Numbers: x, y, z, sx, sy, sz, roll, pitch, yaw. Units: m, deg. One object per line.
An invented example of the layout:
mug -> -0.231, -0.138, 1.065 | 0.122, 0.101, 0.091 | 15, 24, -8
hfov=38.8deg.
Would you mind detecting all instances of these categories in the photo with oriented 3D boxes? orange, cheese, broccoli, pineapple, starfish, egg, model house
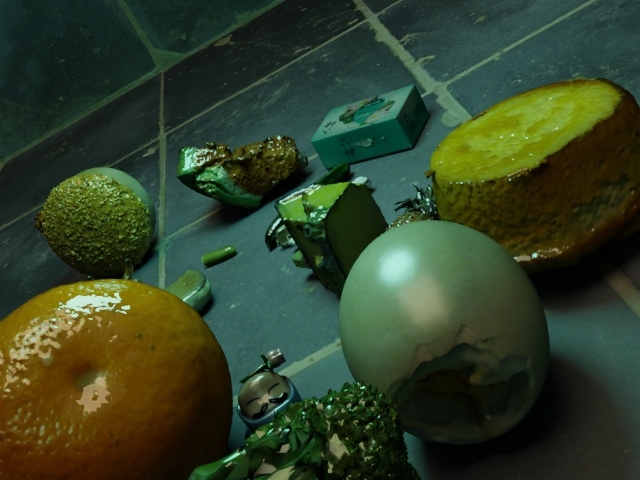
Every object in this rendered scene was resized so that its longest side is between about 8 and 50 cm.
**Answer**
orange -> -0.345, 0.269, 1.425 | 0.424, 0.424, 0.326 | -41, -14, -19
cheese -> 0.016, -0.062, 1.955 | 0.235, 0.050, 0.127 | -41, 26, -21
broccoli -> -0.015, 0.345, 1.041 | 0.309, 0.321, 0.414 | 28, 102, 21
pineapple -> 0.182, -0.032, 1.679 | 0.125, 0.125, 0.251 | -14, 26, 30
starfish -> -0.479, 0.117, 2.132 | 0.189, 0.074, 0.146 | -16, 32, 27
egg -> 0.164, 0.111, 1.264 | 0.278, 0.278, 0.336 | -26, 31, 10
model house -> 0.000, 0.000, 1.712 | 0.211, 0.194, 0.170 | -1, 42, 43

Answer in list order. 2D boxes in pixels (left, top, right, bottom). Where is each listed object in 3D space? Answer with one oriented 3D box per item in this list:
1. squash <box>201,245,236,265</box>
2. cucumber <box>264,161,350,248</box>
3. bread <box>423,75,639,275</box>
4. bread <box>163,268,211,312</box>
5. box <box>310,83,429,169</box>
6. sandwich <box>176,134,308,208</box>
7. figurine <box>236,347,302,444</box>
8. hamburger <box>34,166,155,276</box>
squash -> -0.229, 0.033, 2.071 | 0.083, 0.027, 0.027 | -21, 29, 19
cucumber -> -0.029, -0.086, 2.039 | 0.284, 0.056, 0.056 | -44, 30, -22
bread -> 0.374, -0.109, 1.498 | 0.398, 0.215, 0.398 | -24, 23, 11
bread -> -0.316, 0.158, 1.911 | 0.172, 0.064, 0.232 | -18, 29, 25
box -> 0.117, -0.267, 2.148 | 0.244, 0.092, 0.153 | -11, 34, 33
sandwich -> -0.175, -0.156, 2.209 | 0.301, 0.250, 0.162 | -16, 73, 11
figurine -> -0.091, 0.247, 1.462 | 0.114, 0.145, 0.178 | -20, 14, -10
hamburger -> -0.552, -0.041, 2.264 | 0.294, 0.276, 0.179 | -31, 18, 26
